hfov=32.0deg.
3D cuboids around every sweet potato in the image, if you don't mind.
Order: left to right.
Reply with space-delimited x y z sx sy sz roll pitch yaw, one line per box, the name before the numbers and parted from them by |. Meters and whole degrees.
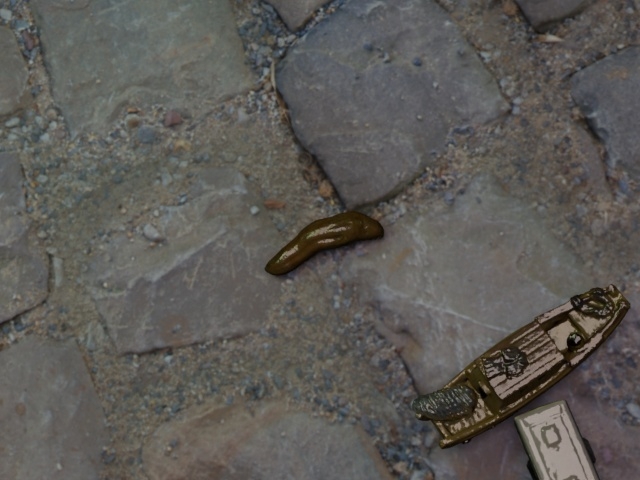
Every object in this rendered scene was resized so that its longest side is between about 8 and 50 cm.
sweet potato | -0.001 -0.001 1.607 0.182 0.054 0.053 -23 64 6

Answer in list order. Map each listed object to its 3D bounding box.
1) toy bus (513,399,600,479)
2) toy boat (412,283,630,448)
toy bus | 0.334 0.338 1.436 0.092 0.106 0.268 -22 74 7
toy boat | 0.271 0.163 1.485 0.321 0.121 0.089 -34 67 0
